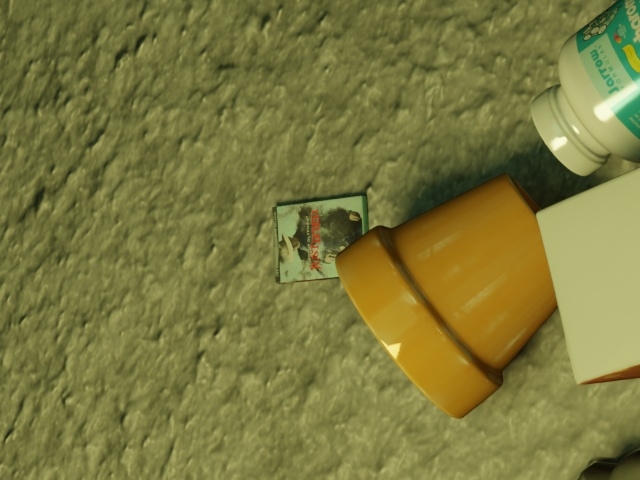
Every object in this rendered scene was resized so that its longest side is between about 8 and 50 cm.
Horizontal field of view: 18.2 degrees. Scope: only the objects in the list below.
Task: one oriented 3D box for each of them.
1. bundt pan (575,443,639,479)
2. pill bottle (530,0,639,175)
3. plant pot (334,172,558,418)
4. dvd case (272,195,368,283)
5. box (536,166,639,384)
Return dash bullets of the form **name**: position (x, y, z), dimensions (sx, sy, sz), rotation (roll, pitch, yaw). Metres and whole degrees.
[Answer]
- **bundt pan**: position (0.314, 0.341, 1.822), dimensions (0.331, 0.124, 0.331), rotation (-3, 80, 20)
- **pill bottle**: position (0.326, -0.170, 1.879), dimensions (0.264, 0.146, 0.146), rotation (-38, 67, 27)
- **plant pot**: position (0.150, 0.040, 1.970), dimensions (0.188, 0.205, 0.205), rotation (-38, 66, 10)
- **dvd case**: position (0.000, 0.000, 2.172), dimensions (0.119, 0.013, 0.087), rotation (-6, 84, 35)
- **box**: position (0.391, 0.000, 1.726), dimensions (0.345, 0.215, 0.168), rotation (-25, 73, 51)
